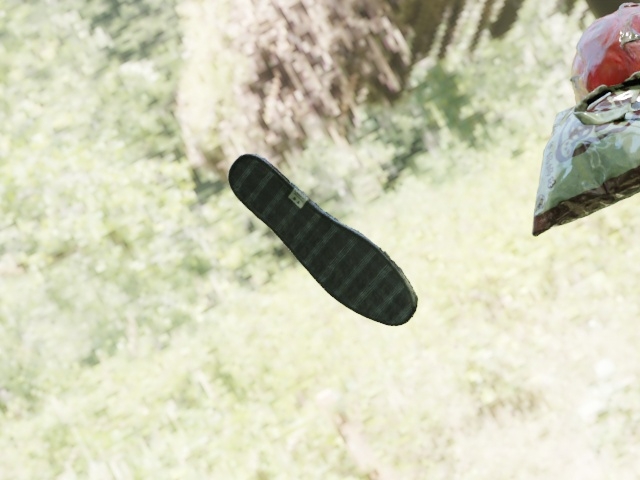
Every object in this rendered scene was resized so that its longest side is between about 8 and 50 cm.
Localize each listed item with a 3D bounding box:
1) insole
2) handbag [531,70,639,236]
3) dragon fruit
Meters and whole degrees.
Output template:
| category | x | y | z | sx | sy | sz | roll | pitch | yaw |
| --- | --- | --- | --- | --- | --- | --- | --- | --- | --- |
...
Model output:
| category | x | y | z | sx | sy | sz | roll | pitch | yaw |
| --- | --- | --- | --- | --- | --- | --- | --- | --- | --- |
| insole | 0.000 | 0.000 | 1.803 | 0.110 | 0.309 | 0.012 | -52 | -11 | 36 |
| handbag | 0.359 | -0.123 | 1.688 | 0.235 | 0.127 | 0.213 | -29 | 26 | 41 |
| dragon fruit | 0.536 | -0.280 | 2.338 | 0.252 | 0.241 | 0.241 | 18 | 32 | 41 |
